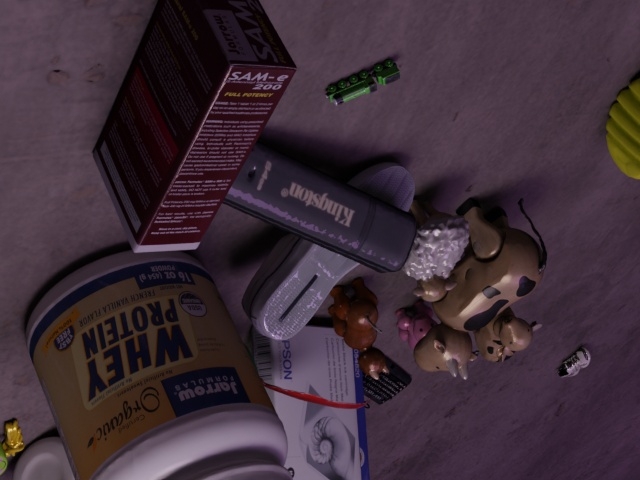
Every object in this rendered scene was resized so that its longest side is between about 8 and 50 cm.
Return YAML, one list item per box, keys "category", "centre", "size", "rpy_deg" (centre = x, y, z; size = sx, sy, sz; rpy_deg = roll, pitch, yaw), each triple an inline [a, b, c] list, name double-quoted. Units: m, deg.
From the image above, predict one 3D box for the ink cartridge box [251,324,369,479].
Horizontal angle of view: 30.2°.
- category: "ink cartridge box"
  centre: [0.003, 0.227, 1.614]
  size: [0.045, 0.223, 0.224]
  rpy_deg: [-14, 166, 41]

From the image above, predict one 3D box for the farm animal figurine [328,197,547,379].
- category: "farm animal figurine"
  centre: [0.197, 0.094, 1.608]
  size: [0.330, 0.172, 0.327]
  rpy_deg: [-2, 140, -38]

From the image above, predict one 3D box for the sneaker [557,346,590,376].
- category: "sneaker"
  centre: [0.463, 0.226, 2.168]
  size: [0.036, 0.032, 0.083]
  rpy_deg: [-11, 145, -29]

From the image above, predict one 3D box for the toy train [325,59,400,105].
- category: "toy train"
  centre: [0.045, -0.164, 1.242]
  size: [0.083, 0.024, 0.017]
  rpy_deg: [-25, 150, -7]

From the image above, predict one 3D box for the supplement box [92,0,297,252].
- category: "supplement box"
  centre: [-0.121, -0.114, 1.075]
  size: [0.073, 0.130, 0.239]
  rpy_deg: [-4, 142, -36]

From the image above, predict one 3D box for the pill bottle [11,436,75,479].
- category: "pill bottle"
  centre: [-0.307, 0.342, 1.614]
  size: [0.121, 0.121, 0.216]
  rpy_deg: [-37, 149, 13]

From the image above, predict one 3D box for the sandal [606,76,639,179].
- category: "sandal"
  centre: [0.479, -0.195, 1.466]
  size: [0.138, 0.126, 0.317]
  rpy_deg: [-7, 145, -39]

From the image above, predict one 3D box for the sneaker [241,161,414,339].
- category: "sneaker"
  centre: [0.000, 0.000, 1.396]
  size: [0.258, 0.091, 0.094]
  rpy_deg: [-45, 123, -9]

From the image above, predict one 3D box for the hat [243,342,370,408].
- category: "hat"
  centre: [-0.097, 0.211, 1.513]
  size: [0.183, 0.208, 0.173]
  rpy_deg: [24, 97, -56]

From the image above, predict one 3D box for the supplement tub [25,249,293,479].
- category: "supplement tub"
  centre: [-0.173, 0.190, 1.303]
  size: [0.228, 0.316, 0.228]
  rpy_deg: [-21, 149, -14]

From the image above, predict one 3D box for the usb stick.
- category: "usb stick"
  centre: [-0.004, -0.037, 1.295]
  size: [0.278, 0.045, 0.077]
  rpy_deg: [24, 92, -35]

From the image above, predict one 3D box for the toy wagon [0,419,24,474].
- category: "toy wagon"
  centre: [-0.520, 0.299, 1.425]
  size: [0.344, 0.068, 0.267]
  rpy_deg: [-13, 146, -25]

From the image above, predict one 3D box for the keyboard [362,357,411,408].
- category: "keyboard"
  centre: [0.080, 0.230, 1.852]
  size: [0.100, 0.038, 0.192]
  rpy_deg: [-34, 149, 9]
